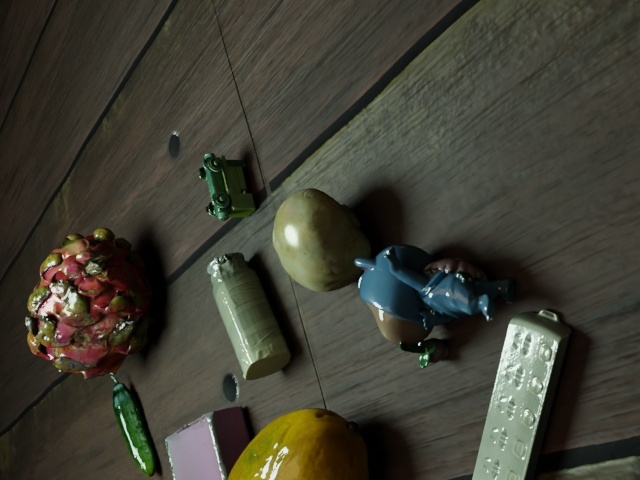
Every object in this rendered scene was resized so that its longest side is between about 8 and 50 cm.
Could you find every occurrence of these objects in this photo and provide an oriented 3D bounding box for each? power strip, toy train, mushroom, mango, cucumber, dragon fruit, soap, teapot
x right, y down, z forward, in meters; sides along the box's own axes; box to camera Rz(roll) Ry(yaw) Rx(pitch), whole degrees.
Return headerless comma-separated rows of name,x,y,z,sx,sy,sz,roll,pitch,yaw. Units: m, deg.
power strip,0.207,0.195,0.680,0.060,0.027,0.253,22,107,48
toy train,-0.157,-0.090,1.074,0.050,0.081,0.122,-39,60,53
mushroom,0.000,0.000,0.861,0.148,0.112,0.148,35,140,36
mango,-0.048,0.376,0.879,0.186,0.144,0.360,29,111,11
cucumber,-0.409,0.402,1.402,0.056,0.056,0.250,-54,53,35
dragon fruit,-0.474,0.114,1.338,0.269,0.250,0.291,-124,42,-58
soap,-0.169,0.433,1.091,0.181,0.081,0.260,-41,61,43
teapot,-0.122,0.124,1.044,0.201,0.077,0.107,64,153,28

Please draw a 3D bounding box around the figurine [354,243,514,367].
figurine,0.122,0.077,0.730,0.178,0.114,0.145,2,93,42
